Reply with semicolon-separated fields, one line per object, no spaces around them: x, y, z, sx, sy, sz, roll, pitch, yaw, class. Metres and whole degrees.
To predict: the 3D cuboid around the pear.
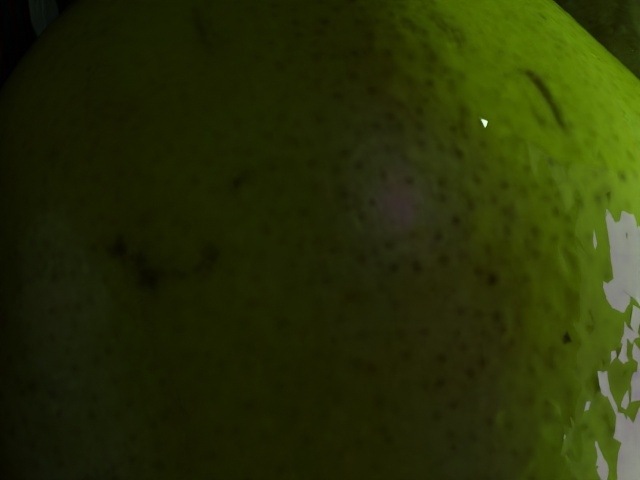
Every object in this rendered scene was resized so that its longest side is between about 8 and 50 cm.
0.012;0.040;0.561;0.285;0.284;0.336;87;-23;-43;pear

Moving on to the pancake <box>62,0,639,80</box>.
0.004;-0.077;0.754;0.065;0.356;0.356;-33;129;-47;pancake
